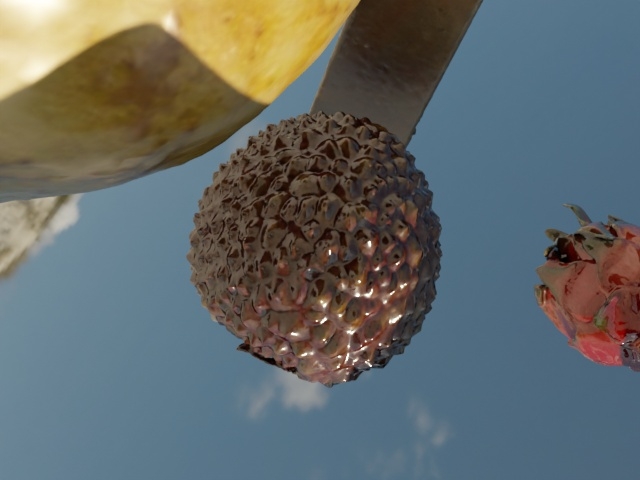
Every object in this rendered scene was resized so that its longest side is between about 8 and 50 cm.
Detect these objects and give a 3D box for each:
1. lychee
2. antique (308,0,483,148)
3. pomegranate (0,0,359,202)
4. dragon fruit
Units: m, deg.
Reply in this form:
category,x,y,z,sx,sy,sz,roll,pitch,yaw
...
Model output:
category,x,y,z,sx,sy,sz,roll,pitch,yaw
lychee,0.000,0.000,0.721,0.188,0.188,0.188,-38,-149,27
antique,0.052,-0.142,0.832,0.310,0.087,0.093,115,-1,-53
pomegranate,-0.148,-0.206,0.419,0.410,0.410,0.410,-38,-149,27
dragon fruit,0.372,0.060,1.339,0.192,0.193,0.274,-21,-150,-27
